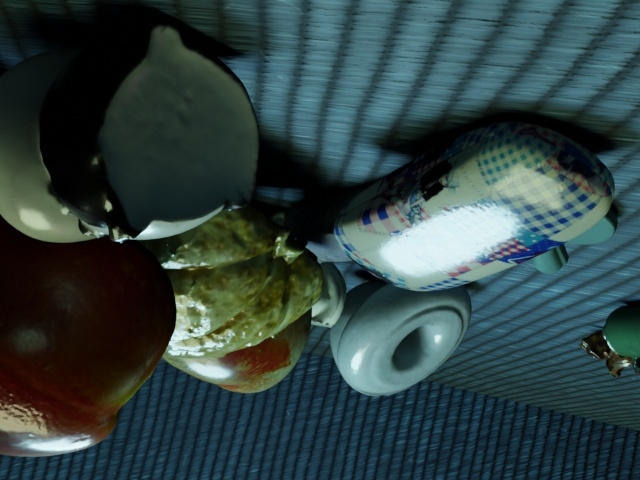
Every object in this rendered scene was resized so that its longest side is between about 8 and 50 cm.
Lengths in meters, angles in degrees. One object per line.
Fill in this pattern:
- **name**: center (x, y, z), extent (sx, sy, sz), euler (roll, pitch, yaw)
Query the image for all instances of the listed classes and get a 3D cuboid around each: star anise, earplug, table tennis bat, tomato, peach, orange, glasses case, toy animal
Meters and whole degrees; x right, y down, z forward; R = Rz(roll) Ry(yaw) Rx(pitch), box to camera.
- **star anise**: center (0.474, 0.171, 2.024), extent (0.168, 0.057, 0.168), euler (11, 161, 4)
- **earplug**: center (0.104, 0.129, 1.941), extent (0.214, 0.175, 0.325), euler (-31, 173, -10)
- **table tennis bat**: center (0.224, -0.014, 1.342), extent (0.153, 0.040, 0.244), euler (11, 166, 17)
- **tomato**: center (-0.136, 0.066, 1.723), extent (0.270, 0.222, 0.270), euler (23, 173, 3)
- **peach**: center (-0.285, 0.071, 1.214), extent (0.275, 0.248, 0.245), euler (33, -152, -5)
- **orange**: center (-0.163, 0.010, 1.428), extent (0.271, 0.210, 0.369), euler (34, 177, 31)
- **glasses case**: center (0.126, -0.023, 1.174), extent (0.125, 0.076, 0.327), euler (30, 154, -19)
- **toy animal**: center (-0.179, -0.082, 1.095), extent (0.187, 0.165, 0.235), euler (-16, -172, -42)

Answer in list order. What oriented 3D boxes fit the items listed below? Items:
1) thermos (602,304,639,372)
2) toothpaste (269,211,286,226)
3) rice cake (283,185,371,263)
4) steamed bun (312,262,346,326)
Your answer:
- **thermos**: center (0.430, 0.119, 1.714), extent (0.083, 0.073, 0.188), euler (50, 164, -8)
- **toothpaste**: center (0.000, 0.000, 1.736), extent (0.056, 0.036, 0.205), euler (5, 171, 33)
- **rice cake**: center (0.041, -0.020, 1.473), extent (0.070, 0.064, 0.399), euler (26, 167, -17)
- **steamed bun**: center (-0.048, 0.060, 1.931), extent (0.183, 0.106, 0.183), euler (15, 175, 1)
